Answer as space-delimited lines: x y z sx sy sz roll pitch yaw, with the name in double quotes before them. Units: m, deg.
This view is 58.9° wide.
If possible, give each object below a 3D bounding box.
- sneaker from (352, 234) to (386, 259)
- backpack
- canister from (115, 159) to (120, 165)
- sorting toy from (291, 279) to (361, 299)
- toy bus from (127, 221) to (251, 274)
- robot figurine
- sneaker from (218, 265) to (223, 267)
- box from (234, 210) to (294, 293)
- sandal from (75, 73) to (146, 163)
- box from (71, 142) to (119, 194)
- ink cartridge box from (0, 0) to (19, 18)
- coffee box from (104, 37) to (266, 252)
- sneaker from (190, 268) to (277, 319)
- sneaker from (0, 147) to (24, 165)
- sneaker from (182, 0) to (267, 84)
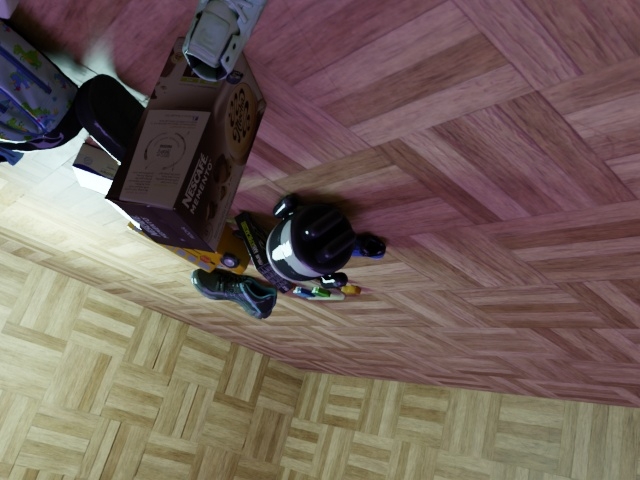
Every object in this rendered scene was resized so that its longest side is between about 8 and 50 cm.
"sneaker" 0.094 0.014 1.454 0.152 0.058 0.085 11 165 1
"backpack" -0.626 -0.303 0.971 0.289 0.274 0.356 15 149 23
"canister" -0.393 -0.162 1.357 0.126 0.074 0.170 7 156 22
"sorting toy" -0.023 0.161 1.955 0.307 0.041 0.229 -6 150 47
"toy bus" -0.355 -0.014 1.586 0.332 0.108 0.130 32 136 -19
"robot figurine" -0.024 0.007 1.375 0.173 0.209 0.278 8 165 -23
"sneaker" -0.315 0.073 1.940 0.144 0.053 0.059 21 162 -36
"box" -0.154 0.035 1.558 0.045 0.184 0.191 -28 150 5
"sandal" -0.303 -0.166 1.171 0.106 0.168 0.446 -13 149 22
"box" -0.553 -0.172 1.453 0.126 0.072 0.137 20 160 -8
"ink cartridge box" -0.483 -0.413 0.751 0.148 0.086 0.203 22 160 -17
"coffee box" -0.203 -0.151 0.915 0.118 0.298 0.168 10 159 16
"sneaker" -0.324 0.172 2.160 0.340 0.125 0.140 23 132 -9
"sneaker" -0.889 -0.248 1.505 0.209 0.082 0.069 14 162 10
"sneaker" -0.103 -0.293 0.681 0.094 0.151 0.256 21 158 -9
